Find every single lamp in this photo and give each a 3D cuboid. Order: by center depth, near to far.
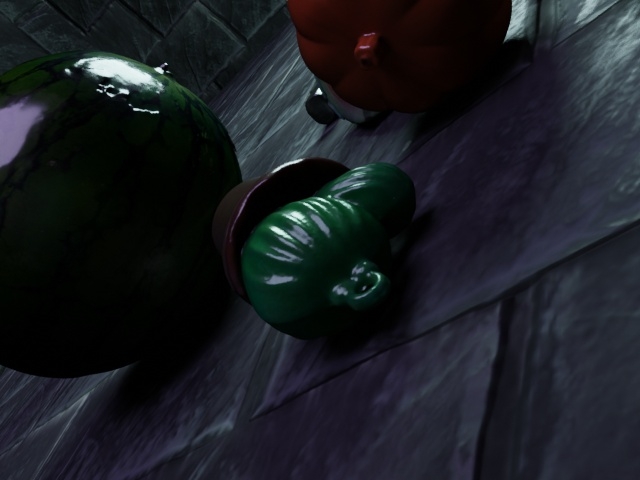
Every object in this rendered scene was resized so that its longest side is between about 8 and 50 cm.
[{"bbox_3d":[0.062,-0.194,0.617,0.187,0.187,0.164,-31,26,46],"label":"lamp"}]

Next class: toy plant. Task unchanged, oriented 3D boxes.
[{"bbox_3d":[0.000,0.000,0.510,0.143,0.105,0.200,-40,31,-19],"label":"toy plant"}]

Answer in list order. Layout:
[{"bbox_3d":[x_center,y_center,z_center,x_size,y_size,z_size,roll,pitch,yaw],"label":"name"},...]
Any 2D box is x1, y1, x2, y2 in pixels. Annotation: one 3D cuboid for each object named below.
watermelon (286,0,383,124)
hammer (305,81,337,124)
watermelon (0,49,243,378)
[{"bbox_3d":[0.046,-0.210,0.838,0.231,0.128,0.146,-139,51,-60],"label":"watermelon"},{"bbox_3d":[0.121,-0.267,0.891,0.365,0.043,0.111,-32,22,40],"label":"hammer"},{"bbox_3d":[-0.250,-0.029,0.809,0.363,0.363,0.363,-44,17,18],"label":"watermelon"}]
